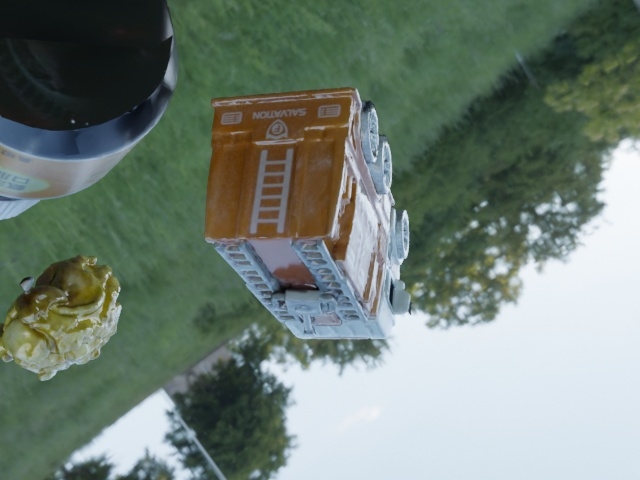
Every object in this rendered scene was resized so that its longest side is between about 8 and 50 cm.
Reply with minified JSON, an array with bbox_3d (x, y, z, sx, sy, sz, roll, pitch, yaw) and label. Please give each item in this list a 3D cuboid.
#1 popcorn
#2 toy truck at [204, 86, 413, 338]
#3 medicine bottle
[{"bbox_3d":[-0.367,0.115,1.086,0.163,0.140,0.194,-52,-176,21],"label":"popcorn"},{"bbox_3d":[0.000,0.000,0.910,0.173,0.387,0.206,-2,-115,15],"label":"toy truck"},{"bbox_3d":[-0.313,-0.144,0.818,0.242,0.242,0.395,-41,-174,-32],"label":"medicine bottle"}]
